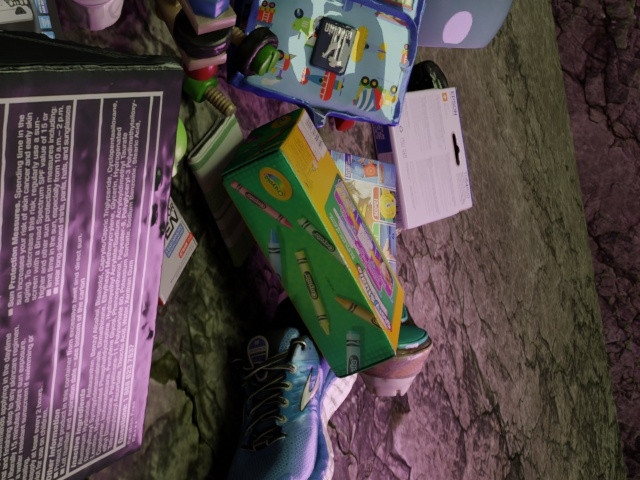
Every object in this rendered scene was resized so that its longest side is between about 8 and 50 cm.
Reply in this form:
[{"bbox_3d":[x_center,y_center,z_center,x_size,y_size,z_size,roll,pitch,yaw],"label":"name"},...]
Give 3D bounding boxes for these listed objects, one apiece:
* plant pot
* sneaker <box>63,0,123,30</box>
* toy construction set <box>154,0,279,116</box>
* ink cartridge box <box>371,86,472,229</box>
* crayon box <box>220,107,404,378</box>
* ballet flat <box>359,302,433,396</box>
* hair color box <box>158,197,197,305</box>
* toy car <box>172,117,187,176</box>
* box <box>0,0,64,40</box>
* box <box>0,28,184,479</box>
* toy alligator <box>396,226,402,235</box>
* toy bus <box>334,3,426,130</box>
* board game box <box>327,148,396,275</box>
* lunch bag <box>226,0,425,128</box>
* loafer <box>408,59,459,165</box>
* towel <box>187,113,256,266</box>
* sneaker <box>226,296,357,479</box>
[{"bbox_3d":[0.176,-0.420,1.566,0.293,0.293,0.235,-23,119,-63],"label":"plant pot"},{"bbox_3d":[-0.228,-0.332,0.931,0.118,0.110,0.292,108,-25,-72],"label":"sneaker"},{"bbox_3d":[-0.123,-0.325,1.019,0.257,0.237,0.309,-47,170,-3],"label":"toy construction set"},{"bbox_3d":[0.172,-0.142,1.703,0.224,0.045,0.223,-16,99,-51],"label":"ink cartridge box"},{"bbox_3d":[0.000,0.000,1.180,0.278,0.081,0.165,61,18,-16],"label":"crayon box"},{"bbox_3d":[0.094,0.152,1.378,0.316,0.107,0.106,-66,161,-81],"label":"ballet flat"},{"bbox_3d":[-0.190,-0.026,0.977,0.167,0.053,0.093,63,34,-34],"label":"hair color box"},{"bbox_3d":[-0.194,-0.041,0.870,0.225,0.053,0.239,-43,128,-26],"label":"toy car"},{"bbox_3d":[-0.319,-0.266,0.736,0.242,0.076,0.307,-25,107,-62],"label":"box"},{"bbox_3d":[-0.250,0.021,0.620,0.294,0.182,0.296,-20,122,-64],"label":"box"},{"bbox_3d":[0.068,-0.008,1.505,0.051,0.056,0.189,43,26,9],"label":"toy alligator"},{"bbox_3d":[0.042,-0.270,1.435,0.104,0.202,0.191,18,73,-29],"label":"toy bus"},{"bbox_3d":[0.042,-0.019,1.396,0.136,0.035,0.201,11,73,-32],"label":"board game box"},{"bbox_3d":[0.006,-0.279,1.265,0.221,0.138,0.293,13,79,-22],"label":"lunch bag"},{"bbox_3d":[0.215,-0.214,1.814,0.078,0.076,0.223,-27,105,-54],"label":"loafer"},{"bbox_3d":[-0.107,-0.060,1.194,0.113,0.023,0.152,-59,138,-48],"label":"towel"},{"bbox_3d":[-0.055,0.185,1.152,0.147,0.130,0.330,61,25,-26],"label":"sneaker"}]
